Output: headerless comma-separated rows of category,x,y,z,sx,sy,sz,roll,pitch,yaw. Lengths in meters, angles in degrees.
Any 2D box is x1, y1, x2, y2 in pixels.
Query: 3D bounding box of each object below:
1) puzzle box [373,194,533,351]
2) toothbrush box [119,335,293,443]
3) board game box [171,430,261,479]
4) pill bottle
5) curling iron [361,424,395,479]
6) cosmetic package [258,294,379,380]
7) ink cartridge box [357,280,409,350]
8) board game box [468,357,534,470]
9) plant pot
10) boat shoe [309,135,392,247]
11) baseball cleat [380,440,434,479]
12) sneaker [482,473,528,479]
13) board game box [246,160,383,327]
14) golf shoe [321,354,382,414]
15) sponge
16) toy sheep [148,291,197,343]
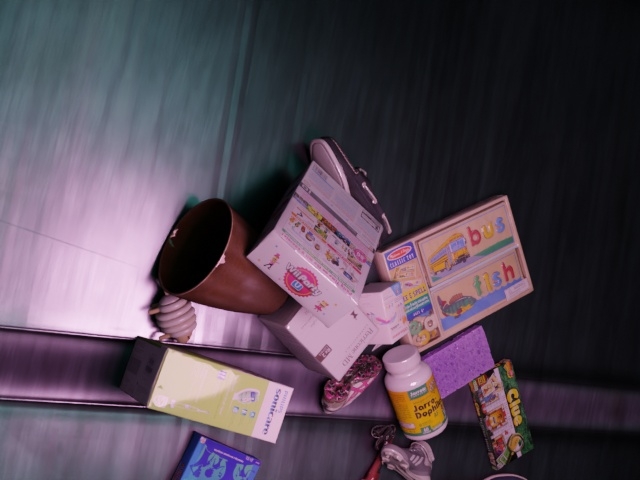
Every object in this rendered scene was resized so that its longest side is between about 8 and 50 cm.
puzzle box,0.339,0.077,2.006,0.409,0.052,0.272,-24,102,-25
toothbrush box,-0.232,0.298,1.622,0.283,0.206,0.122,24,80,-26
board game box,-0.242,0.536,1.713,0.160,0.047,0.210,30,79,-26
pill bottle,0.220,0.357,1.906,0.117,0.117,0.208,-28,109,-25
curling iron,0.109,0.560,1.906,0.068,0.035,0.274,32,76,-32
cosmetic package,-0.004,0.184,1.769,0.184,0.151,0.151,47,72,-21
ink cartridge box,0.140,0.177,1.866,0.092,0.090,0.143,-24,104,-52
board game box,0.473,0.454,2.103,0.136,0.030,0.260,-23,102,-28
plant pot,-0.177,0.060,1.663,0.230,0.215,0.215,35,75,-39
boat shoe,0.071,-0.114,1.831,0.091,0.114,0.302,-35,119,-22
baseball cleat,0.209,0.515,1.931,0.206,0.072,0.109,54,46,-40
sneaker,0.423,0.678,2.014,0.350,0.148,0.131,-4,93,-28
board game box,0.000,0.000,1.658,0.224,0.097,0.303,42,32,-11
golf shoe,0.069,0.333,1.872,0.186,0.067,0.086,-30,147,-36
sponge,0.340,0.310,2.025,0.210,0.031,0.117,-25,103,-25
toy sheep,-0.300,0.153,1.650,0.091,0.091,0.132,-28,112,-24
